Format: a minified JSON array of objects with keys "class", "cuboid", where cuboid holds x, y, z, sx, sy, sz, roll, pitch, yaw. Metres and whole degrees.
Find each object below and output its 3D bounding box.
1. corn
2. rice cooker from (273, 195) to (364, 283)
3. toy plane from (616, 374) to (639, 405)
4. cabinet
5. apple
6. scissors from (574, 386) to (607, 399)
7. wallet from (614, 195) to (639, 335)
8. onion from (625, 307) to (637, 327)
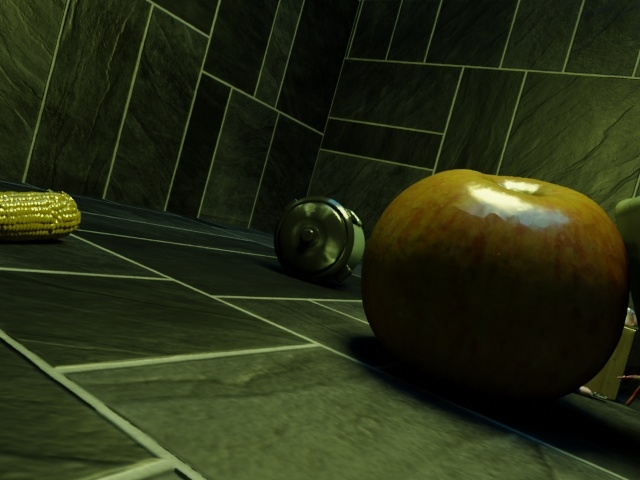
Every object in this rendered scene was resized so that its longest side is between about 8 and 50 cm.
[{"class":"corn","cuboid":[-0.524,-0.043,0.924,0.091,0.091,0.260,32,8,8]},{"class":"rice cooker","cuboid":[0.000,0.000,1.518,0.280,0.241,0.227,55,12,17]},{"class":"toy plane","cuboid":[0.615,0.287,0.930,0.194,0.126,0.077,55,12,-37]},{"class":"cabinet","cuboid":[0.548,0.216,1.091,0.174,0.148,0.215,13,4,-43]},{"class":"apple","cuboid":[0.260,0.053,0.816,0.400,0.334,0.400,15,-1,0]},{"class":"scissors","cuboid":[0.459,0.267,0.955,0.113,0.012,0.039,16,3,18]},{"class":"wallet","cuboid":[0.474,0.111,0.703,0.083,0.360,0.252,-13,-5,19]},{"class":"onion","cuboid":[0.678,0.252,1.459,0.314,0.146,0.280,17,28,41]}]
